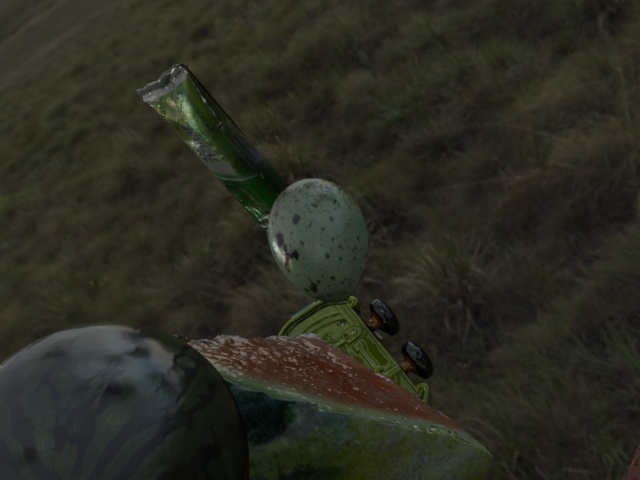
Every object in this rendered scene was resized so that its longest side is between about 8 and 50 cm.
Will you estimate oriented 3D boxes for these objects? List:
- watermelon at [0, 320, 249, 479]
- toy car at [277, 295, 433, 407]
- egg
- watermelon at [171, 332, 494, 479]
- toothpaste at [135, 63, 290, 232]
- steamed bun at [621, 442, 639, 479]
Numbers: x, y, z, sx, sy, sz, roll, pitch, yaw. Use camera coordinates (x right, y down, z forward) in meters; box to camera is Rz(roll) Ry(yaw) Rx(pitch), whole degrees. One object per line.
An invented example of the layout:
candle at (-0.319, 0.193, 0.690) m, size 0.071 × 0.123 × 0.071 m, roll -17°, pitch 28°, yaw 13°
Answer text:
watermelon at (-0.151, 0.158, 0.546) m, size 0.212 × 0.212 × 0.212 m, roll -27°, pitch 27°, yaw 15°
toy car at (0.049, 0.206, 1.111) m, size 0.200 × 0.142 × 0.248 m, roll -29°, pitch 55°, yaw -10°
egg at (0.000, 0.000, 0.668) m, size 0.085 × 0.110 × 0.085 m, roll -25°, pitch -10°, yaw -5°
watermelon at (-0.006, 0.176, 0.747) m, size 0.310 × 0.193 × 0.232 m, roll 1°, pitch -11°, yaw -5°
toothpaste at (-0.086, -0.077, 0.811) m, size 0.078 × 0.248 × 0.047 m, roll -18°, pitch 34°, yaw 40°
steamed bun at (0.357, 0.243, 0.573) m, size 0.248 × 0.235 × 0.379 m, roll 19°, pitch 60°, yaw 37°
